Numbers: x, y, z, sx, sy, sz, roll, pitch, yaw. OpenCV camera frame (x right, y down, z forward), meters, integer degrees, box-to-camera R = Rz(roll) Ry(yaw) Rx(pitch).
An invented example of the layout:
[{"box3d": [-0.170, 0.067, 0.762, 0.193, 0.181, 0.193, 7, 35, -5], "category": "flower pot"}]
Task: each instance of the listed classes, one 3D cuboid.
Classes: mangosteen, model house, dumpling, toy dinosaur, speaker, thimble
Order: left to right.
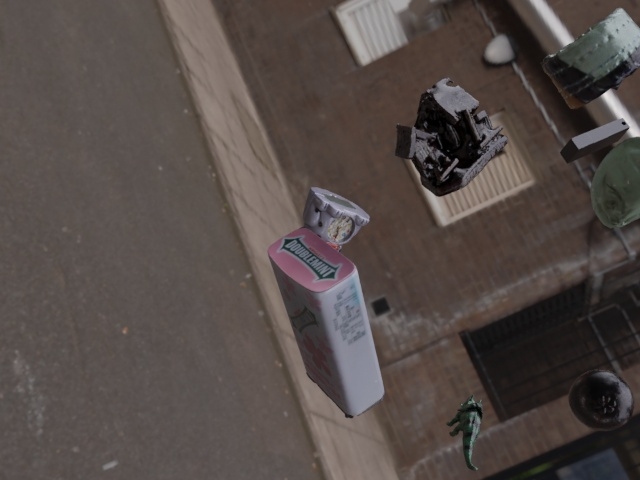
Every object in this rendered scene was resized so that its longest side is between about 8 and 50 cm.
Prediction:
[{"box3d": [0.234, -0.198, 1.388, 0.203, 0.141, 0.164, -47, 124, -34], "category": "model house"}, {"box3d": [0.447, 0.591, 2.294, 0.079, 0.120, 0.292, 35, 44, -10], "category": "toy dinosaur"}, {"box3d": [0.848, -0.311, 2.294, 0.044, 0.218, 0.082, 59, -21, 20], "category": "speaker"}, {"box3d": [0.646, -0.424, 1.726, 0.150, 0.237, 0.237, 53, 7, -3], "category": "thimble"}, {"box3d": [0.677, 0.384, 1.794, 0.152, 0.152, 0.152, 63, 7, -14], "category": "mangosteen"}, {"box3d": [0.662, -0.119, 1.549, 0.108, 0.219, 0.153, 42, 9, -31], "category": "dumpling"}]

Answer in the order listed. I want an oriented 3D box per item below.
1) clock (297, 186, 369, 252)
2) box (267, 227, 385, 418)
[{"box3d": [0.002, -0.001, 2.098, 0.188, 0.254, 0.189, 25, 10, -5], "category": "clock"}, {"box3d": [0.015, 0.171, 1.457, 0.190, 0.112, 0.370, 39, -29, 47], "category": "box"}]
